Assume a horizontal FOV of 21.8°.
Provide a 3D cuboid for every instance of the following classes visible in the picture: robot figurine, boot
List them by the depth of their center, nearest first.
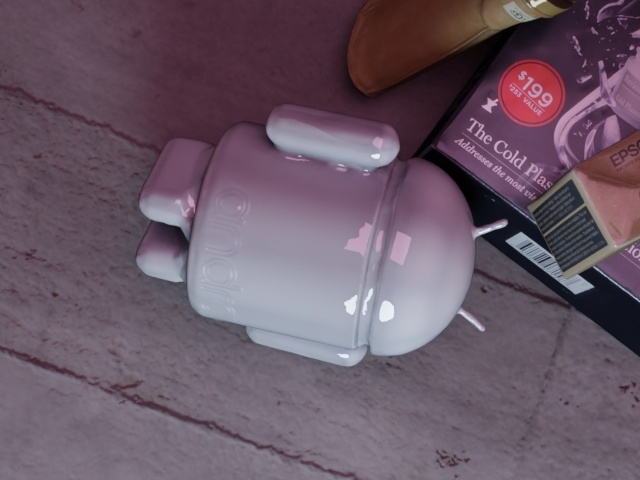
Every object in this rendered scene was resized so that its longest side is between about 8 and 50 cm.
[{"bbox_3d":[0.000,0.000,1.642,0.353,0.300,0.200,12,42,7],"label":"robot figurine"},{"bbox_3d":[0.152,-0.283,1.694,0.089,0.269,0.236,37,57,-26],"label":"boot"}]

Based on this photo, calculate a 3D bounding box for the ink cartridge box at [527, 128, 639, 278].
[{"bbox_3d":[0.324,-0.065,1.528,0.234,0.193,0.088,-29,85,-10],"label":"ink cartridge box"}]

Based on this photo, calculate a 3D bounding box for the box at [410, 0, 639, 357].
[{"bbox_3d":[0.318,-0.102,1.721,0.343,0.179,0.312,36,79,-2],"label":"box"}]
